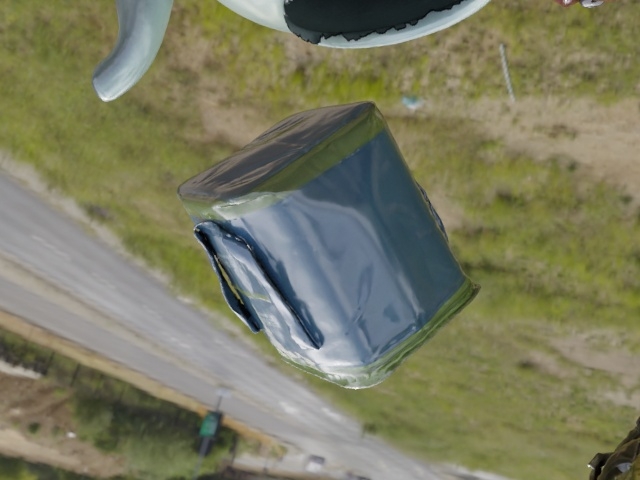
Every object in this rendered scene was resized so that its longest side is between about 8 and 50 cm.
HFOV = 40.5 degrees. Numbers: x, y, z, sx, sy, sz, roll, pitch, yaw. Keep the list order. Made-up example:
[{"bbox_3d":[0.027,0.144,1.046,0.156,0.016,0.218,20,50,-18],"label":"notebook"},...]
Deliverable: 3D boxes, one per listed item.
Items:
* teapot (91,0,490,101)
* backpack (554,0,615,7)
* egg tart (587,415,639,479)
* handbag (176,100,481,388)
[{"bbox_3d":[0.023,-0.162,0.385,0.294,0.129,0.193,-14,169,12],"label":"teapot"},{"bbox_3d":[0.284,-0.383,0.986,0.139,0.229,0.229,-12,169,-25],"label":"backpack"},{"bbox_3d":[0.413,0.262,0.875,0.290,0.291,0.107,8,134,20],"label":"egg tart"},{"bbox_3d":[0.000,0.000,0.923,0.241,0.222,0.263,60,156,-16],"label":"handbag"}]
